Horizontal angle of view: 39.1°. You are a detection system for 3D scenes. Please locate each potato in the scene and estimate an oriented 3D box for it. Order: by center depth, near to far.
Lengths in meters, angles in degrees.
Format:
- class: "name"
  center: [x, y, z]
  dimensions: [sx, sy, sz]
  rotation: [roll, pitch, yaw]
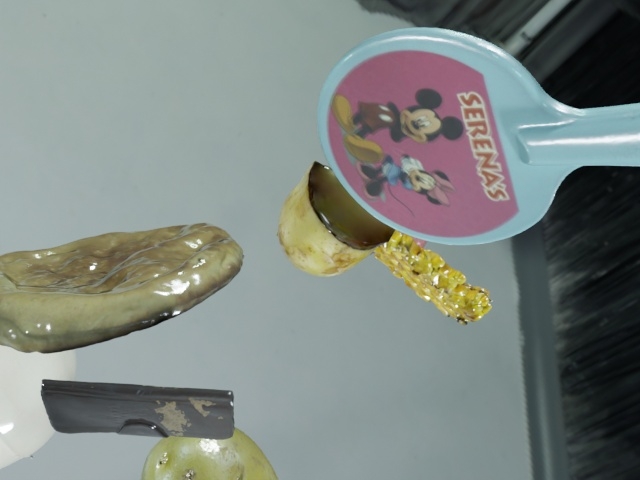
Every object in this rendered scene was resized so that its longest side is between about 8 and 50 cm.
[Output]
- class: "potato"
  center: [0.000, 0.000, 0.793]
  dimensions: [0.096, 0.103, 0.066]
  rotation: [37, 43, 3]
- class: "potato"
  center: [-0.125, 0.347, 1.179]
  dimensions: [0.174, 0.159, 0.251]
  rotation: [-48, 126, -13]

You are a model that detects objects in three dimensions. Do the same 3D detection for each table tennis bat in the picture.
- class: "table tennis bat"
  center: [0.108, -0.060, 0.534]
  dimensions: [0.040, 0.244, 0.153]
  rotation: [-56, 136, -42]

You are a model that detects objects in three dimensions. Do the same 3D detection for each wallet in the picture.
- class: "wallet"
  center: [-0.148, 0.140, 0.744]
  dimensions: [0.156, 0.082, 0.018]
  rotation: [5, 51, -3]

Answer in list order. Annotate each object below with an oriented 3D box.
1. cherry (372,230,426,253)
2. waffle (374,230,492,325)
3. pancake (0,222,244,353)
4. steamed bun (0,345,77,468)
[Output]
- class: "cherry"
  center: [0.150, -0.001, 1.731]
  dimensions: [0.087, 0.126, 0.106]
  rotation: [48, 38, -63]
- class: "waffle"
  center: [0.162, 0.051, 1.411]
  dimensions: [0.231, 0.228, 0.051]
  rotation: [35, 84, 11]
- class: "pancake"
  center: [-0.205, 0.032, 0.855]
  dimensions: [0.294, 0.294, 0.049]
  rotation: [-21, 111, -44]
- class: "steamed bun"
  center: [-0.535, 0.192, 1.393]
  dimensions: [0.334, 0.374, 0.334]
  rotation: [-1, 95, -17]
